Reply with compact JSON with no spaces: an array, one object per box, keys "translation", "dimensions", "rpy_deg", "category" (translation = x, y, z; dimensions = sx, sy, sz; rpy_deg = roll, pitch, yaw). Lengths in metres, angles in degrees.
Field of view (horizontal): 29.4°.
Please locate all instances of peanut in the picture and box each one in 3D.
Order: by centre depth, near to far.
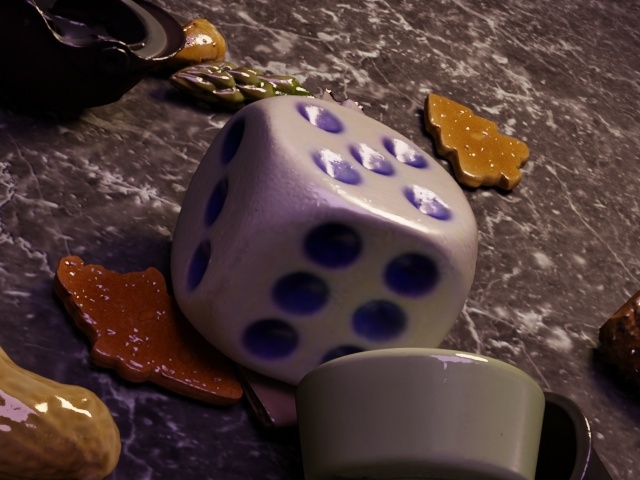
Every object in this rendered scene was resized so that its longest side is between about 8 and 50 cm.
[{"translation":[-0.348,0.166,1.256],"dimensions":[0.306,0.147,0.147],"rpy_deg":[31,35,-5],"category":"peanut"}]

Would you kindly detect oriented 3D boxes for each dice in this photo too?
[{"translation":[0.000,0.000,1.567],"dimensions":[0.304,0.277,0.304],"rpy_deg":[23,24,-23],"category":"dice"}]

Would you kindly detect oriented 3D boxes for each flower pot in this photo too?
[{"translation":[0.278,0.324,1.510],"dimensions":[0.148,0.235,0.235],"rpy_deg":[41,31,-23],"category":"flower pot"}]

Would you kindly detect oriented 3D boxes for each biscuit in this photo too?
[{"translation":[-0.212,0.113,1.503],"dimensions":[0.280,0.043,0.183],"rpy_deg":[38,39,-1],"category":"biscuit"},{"translation":[0.271,-0.178,2.226],"dimensions":[0.212,0.041,0.238],"rpy_deg":[-25,64,-44],"category":"biscuit"}]

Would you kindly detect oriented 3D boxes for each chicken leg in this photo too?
[{"translation":[-0.241,-0.308,1.942],"dimensions":[0.101,0.085,0.208],"rpy_deg":[43,37,26],"category":"chicken leg"}]

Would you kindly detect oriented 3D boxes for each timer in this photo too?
[{"translation":[0.111,0.314,1.361],"dimensions":[0.291,0.291,0.315],"rpy_deg":[15,60,-24],"category":"timer"}]

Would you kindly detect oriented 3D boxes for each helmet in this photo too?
[{"translation":[-0.361,-0.279,1.740],"dimensions":[0.305,0.177,0.225],"rpy_deg":[22,28,-25],"category":"helmet"}]

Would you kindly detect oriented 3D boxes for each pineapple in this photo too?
[{"translation":[0.597,0.235,1.912],"dimensions":[0.364,0.165,0.165],"rpy_deg":[48,37,6],"category":"pineapple"}]

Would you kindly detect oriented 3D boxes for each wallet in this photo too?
[{"translation":[-0.034,0.192,1.548],"dimensions":[0.153,0.038,0.118],"rpy_deg":[2,43,-41],"category":"wallet"}]

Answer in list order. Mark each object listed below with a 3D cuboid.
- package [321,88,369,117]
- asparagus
[{"translation":[0.076,-0.121,1.998],"dimensions":[0.251,0.062,0.204],"rpy_deg":[40,33,-13],"category":"package"},{"translation":[-0.122,-0.248,1.975],"dimensions":[0.287,0.080,0.080],"rpy_deg":[1,46,-36],"category":"asparagus"}]
